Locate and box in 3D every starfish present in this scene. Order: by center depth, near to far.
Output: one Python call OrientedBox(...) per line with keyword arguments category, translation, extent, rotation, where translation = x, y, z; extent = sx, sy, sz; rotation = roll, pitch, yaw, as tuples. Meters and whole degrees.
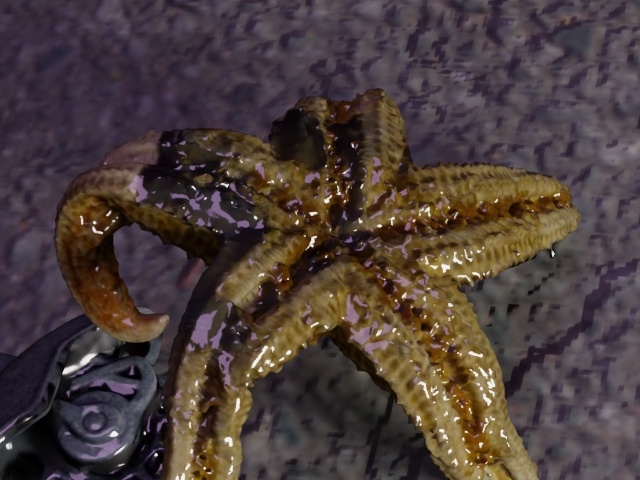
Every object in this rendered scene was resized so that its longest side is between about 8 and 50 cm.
OrientedBox(category="starfish", translation=(0.018, 0.021, 0.497), extent=(0.190, 0.074, 0.146), rotation=(-15, 64, -28))

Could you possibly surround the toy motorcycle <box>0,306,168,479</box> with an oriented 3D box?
OrientedBox(category="toy motorcycle", translation=(-0.167, 0.090, 0.503), extent=(0.263, 0.091, 0.157), rotation=(-39, 60, -19))
